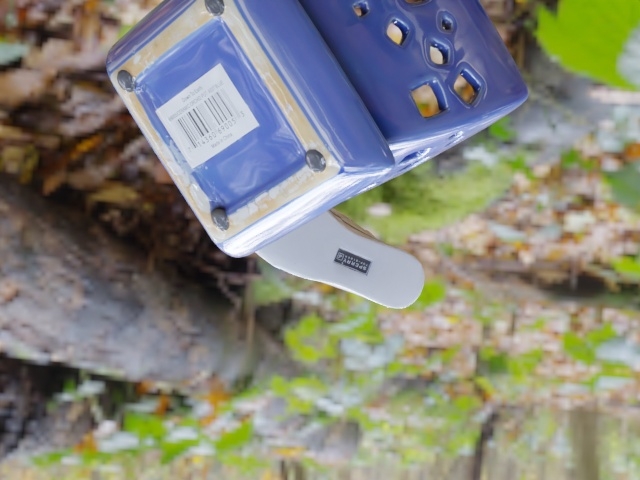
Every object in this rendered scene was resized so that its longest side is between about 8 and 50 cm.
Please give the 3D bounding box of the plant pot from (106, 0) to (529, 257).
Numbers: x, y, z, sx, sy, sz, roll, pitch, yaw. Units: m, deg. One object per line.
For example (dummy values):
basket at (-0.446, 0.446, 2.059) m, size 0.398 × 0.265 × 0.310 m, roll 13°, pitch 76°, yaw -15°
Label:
plant pot at (-0.018, -0.133, 1.230) m, size 0.236 × 0.236 × 0.212 m, roll -29°, pitch -175°, yaw 46°

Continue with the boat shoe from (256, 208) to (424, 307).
boat shoe at (0.000, 0.000, 1.836) m, size 0.268 × 0.096 × 0.088 m, roll 21°, pitch 180°, yaw -25°
